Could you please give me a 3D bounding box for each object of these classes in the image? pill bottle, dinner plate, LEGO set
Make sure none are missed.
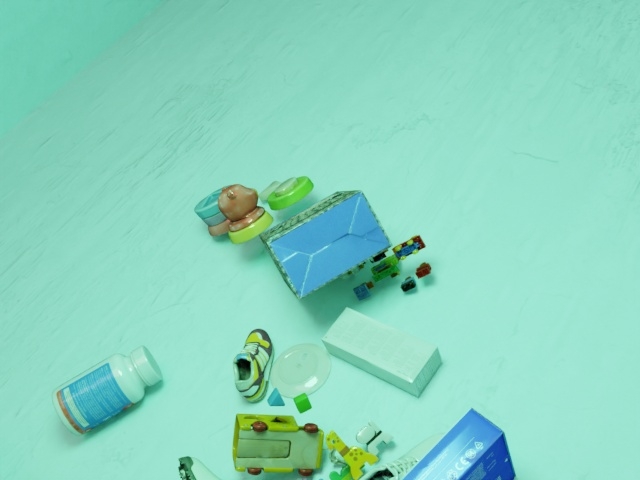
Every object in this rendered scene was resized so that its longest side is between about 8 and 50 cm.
[{"bbox_3d":[-0.479,0.335,1.540,0.222,0.124,0.124,-30,43,-6],"label":"pill bottle"},{"bbox_3d":[-0.046,0.280,1.482,0.141,0.017,0.141,-12,43,11],"label":"dinner plate"},{"bbox_3d":[0.026,0.403,1.238,0.227,0.087,0.093,-39,83,-13],"label":"LEGO set"}]

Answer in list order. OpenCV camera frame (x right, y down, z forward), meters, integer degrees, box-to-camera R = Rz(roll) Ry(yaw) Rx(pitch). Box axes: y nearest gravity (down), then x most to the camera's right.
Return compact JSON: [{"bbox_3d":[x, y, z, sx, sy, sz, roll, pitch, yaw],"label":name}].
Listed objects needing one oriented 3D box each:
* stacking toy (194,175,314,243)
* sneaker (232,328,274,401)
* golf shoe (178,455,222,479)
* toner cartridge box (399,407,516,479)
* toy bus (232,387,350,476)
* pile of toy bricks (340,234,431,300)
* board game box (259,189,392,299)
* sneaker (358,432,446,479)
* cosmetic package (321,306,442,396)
[{"bbox_3d":[-0.188,-0.127,1.789,0.280,0.130,0.309,-38,21,-22],"label":"stacking toy"},{"bbox_3d":[-0.151,0.258,1.495,0.070,0.083,0.185,-18,43,15],"label":"sneaker"},{"bbox_3d":[-0.158,0.494,1.242,0.120,0.105,0.273,-29,61,-34],"label":"golf shoe"},{"bbox_3d":[0.170,0.451,1.106,0.348,0.165,0.075,-40,45,-17],"label":"toner cartridge box"},{"bbox_3d":[-0.076,0.388,1.316,0.191,0.202,0.104,-39,14,-5],"label":"toy bus"},{"bbox_3d":[0.158,0.057,1.567,0.212,0.118,0.105,-27,12,21],"label":"pile of toy bricks"},{"bbox_3d":[0.000,0.000,1.545,0.232,0.141,0.291,-30,7,-6],"label":"board game box"},{"bbox_3d":[0.142,0.426,1.195,0.258,0.091,0.094,-37,44,-14],"label":"sneaker"},{"bbox_3d":[0.125,0.230,1.421,0.239,0.060,0.099,21,57,38],"label":"cosmetic package"}]
